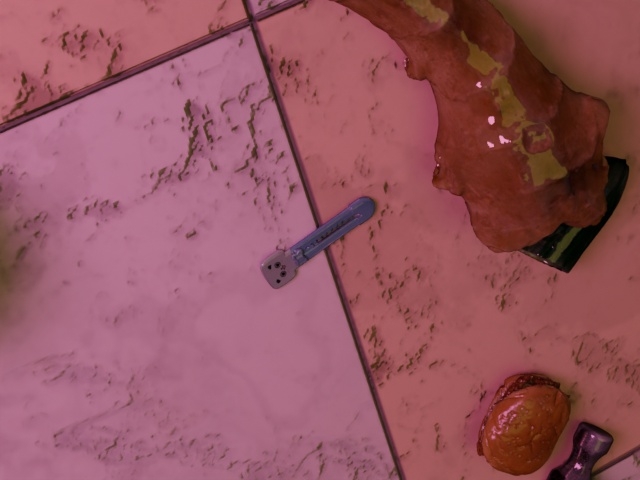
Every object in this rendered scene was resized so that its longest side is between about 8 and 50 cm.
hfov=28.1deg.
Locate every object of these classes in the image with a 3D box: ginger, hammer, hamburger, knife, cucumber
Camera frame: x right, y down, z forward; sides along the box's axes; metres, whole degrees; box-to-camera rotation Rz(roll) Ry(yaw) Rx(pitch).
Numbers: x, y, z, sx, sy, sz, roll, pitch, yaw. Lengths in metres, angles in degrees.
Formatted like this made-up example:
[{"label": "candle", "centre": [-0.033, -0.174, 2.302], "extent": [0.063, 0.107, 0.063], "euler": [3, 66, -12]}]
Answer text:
[{"label": "ginger", "centre": [0.091, -0.106, 0.871], "extent": [0.294, 0.086, 0.131], "euler": [40, 100, -24]}, {"label": "hammer", "centre": [0.310, 0.256, 1.145], "extent": [0.289, 0.037, 0.137], "euler": [19, 102, -30]}, {"label": "hamburger", "centre": [0.163, 0.147, 1.028], "extent": [0.076, 0.044, 0.083], "euler": [17, 106, -29]}, {"label": "knife", "centre": [0.000, 0.000, 0.908], "extent": [0.096, 0.010, 0.027], "euler": [-36, 122, -8]}, {"label": "cucumber", "centre": [0.194, -0.024, 0.966], "extent": [0.048, 0.048, 0.105], "euler": [36, 93, -32]}]
